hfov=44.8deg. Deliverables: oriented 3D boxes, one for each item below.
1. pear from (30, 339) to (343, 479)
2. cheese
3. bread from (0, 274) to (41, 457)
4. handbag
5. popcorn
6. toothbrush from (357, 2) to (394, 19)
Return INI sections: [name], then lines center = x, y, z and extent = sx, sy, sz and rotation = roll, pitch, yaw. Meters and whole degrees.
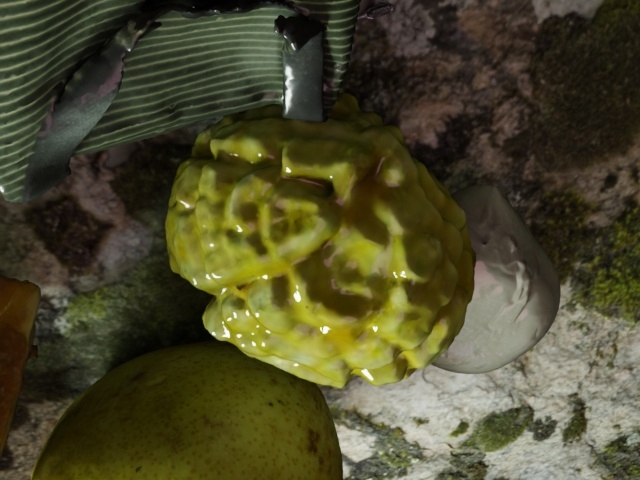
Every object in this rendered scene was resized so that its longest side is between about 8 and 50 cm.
[pear]
center = -0.120, 0.240, 0.791
extent = 0.304, 0.304, 0.303
rotation = -8, 126, -12
[cheese]
center = 0.152, 0.051, 0.825
extent = 0.198, 0.154, 0.189
rotation = -42, 106, 17
[bread]
center = -0.389, 0.146, 0.612
extent = 0.279, 0.278, 0.207
rotation = 16, 162, -17
[handbag]
center = -0.128, -0.187, 0.507
extent = 0.341, 0.247, 0.240
rotation = -19, 130, -21
[popcorn]
center = 0.000, 0.000, 0.664
extent = 0.224, 0.270, 0.258
rotation = -54, 146, 4
[toothbrush]
center = -0.012, -0.184, 0.695
extent = 0.167, 0.014, 0.011
rotation = -19, 110, -4
